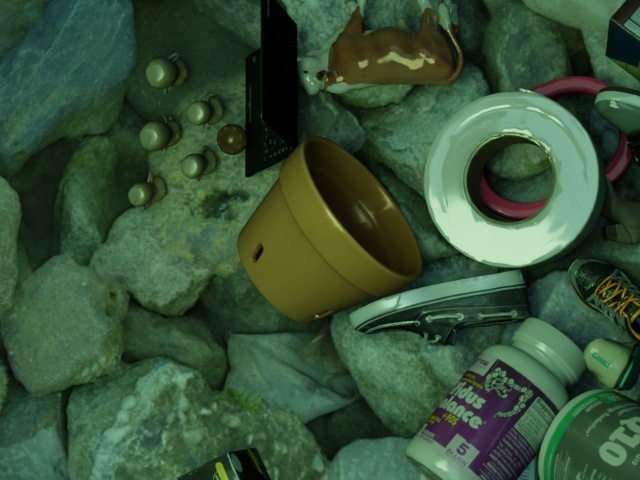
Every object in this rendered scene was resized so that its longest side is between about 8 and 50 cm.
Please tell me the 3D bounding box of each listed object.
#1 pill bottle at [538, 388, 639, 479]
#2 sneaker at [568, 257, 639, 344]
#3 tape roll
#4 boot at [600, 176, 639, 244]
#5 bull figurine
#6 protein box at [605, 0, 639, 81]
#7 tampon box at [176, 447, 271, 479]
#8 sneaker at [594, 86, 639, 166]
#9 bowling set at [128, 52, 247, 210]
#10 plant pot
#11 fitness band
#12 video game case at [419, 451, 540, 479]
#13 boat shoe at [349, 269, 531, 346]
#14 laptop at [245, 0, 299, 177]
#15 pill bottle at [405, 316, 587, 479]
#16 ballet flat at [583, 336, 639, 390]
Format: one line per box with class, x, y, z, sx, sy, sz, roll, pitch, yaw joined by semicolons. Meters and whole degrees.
pill bottle;0.504;0.371;1.576;0.361;0.204;0.204;27;89;55
sneaker;0.494;0.103;1.766;0.215;0.083;0.084;41;94;16
tape roll;0.316;-0.097;1.770;0.286;0.100;0.286;-1;87;22
boot;0.504;-0.051;1.793;0.086;0.042;0.119;-8;99;-14
bull figurine;0.100;-0.341;1.906;0.310;0.101;0.189;4;81;14
protein box;0.577;-0.362;1.748;0.136;0.200;0.201;42;93;14
tampon box;-0.150;0.425;1.828;0.101;0.161;0.120;-28;78;8
sneaker;0.543;-0.107;1.738;0.295;0.124;0.178;29;80;-3
bowling set;-0.220;-0.177;1.940;0.199;0.154;0.287;14;100;6
plant pot;0.000;0.000;1.807;0.203;0.291;0.291;-38;76;22
fitness band;0.387;-0.154;1.843;0.290;0.054;0.209;-26;80;9
video game case;0.256;0.437;1.805;0.193;0.023;0.213;7;85;14
boat shoe;0.201;0.130;1.822;0.301;0.108;0.102;-12;78;4
laptop;-0.110;-0.259;1.844;0.264;0.136;0.234;-20;66;53
pill bottle;0.287;0.273;1.733;0.169;0.169;0.301;38;77;15
ballet flat;0.449;0.184;1.682;0.086;0.248;0.086;-3;80;19
